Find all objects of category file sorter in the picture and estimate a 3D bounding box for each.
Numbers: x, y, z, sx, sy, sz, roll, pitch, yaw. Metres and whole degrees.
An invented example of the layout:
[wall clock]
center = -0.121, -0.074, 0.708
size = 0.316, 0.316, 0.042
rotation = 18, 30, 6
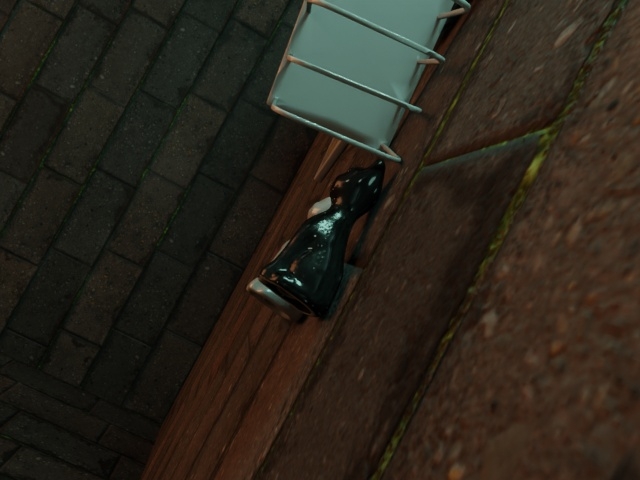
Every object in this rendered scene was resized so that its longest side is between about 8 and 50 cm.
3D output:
[file sorter]
center = 0.065, -0.261, 0.662
size = 0.173, 0.192, 0.278
rotation = -97, 30, -70

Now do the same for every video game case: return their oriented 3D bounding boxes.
[video game case]
center = 0.063, -0.292, 1.424
size = 0.227, 0.026, 0.206
rotation = -48, 16, 57

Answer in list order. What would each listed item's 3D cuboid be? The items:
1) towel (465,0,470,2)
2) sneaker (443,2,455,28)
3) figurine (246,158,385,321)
[towel]
center = 0.296, -0.499, 0.667
size = 0.237, 0.037, 0.329
rotation = -65, 9, -27
[sneaker]
center = 0.100, -0.459, 0.846
size = 0.112, 0.319, 0.131
rotation = -29, -36, -29
[figurine]
center = 0.000, 0.000, 0.710
size = 0.210, 0.092, 0.215
rotation = -56, 6, -17
